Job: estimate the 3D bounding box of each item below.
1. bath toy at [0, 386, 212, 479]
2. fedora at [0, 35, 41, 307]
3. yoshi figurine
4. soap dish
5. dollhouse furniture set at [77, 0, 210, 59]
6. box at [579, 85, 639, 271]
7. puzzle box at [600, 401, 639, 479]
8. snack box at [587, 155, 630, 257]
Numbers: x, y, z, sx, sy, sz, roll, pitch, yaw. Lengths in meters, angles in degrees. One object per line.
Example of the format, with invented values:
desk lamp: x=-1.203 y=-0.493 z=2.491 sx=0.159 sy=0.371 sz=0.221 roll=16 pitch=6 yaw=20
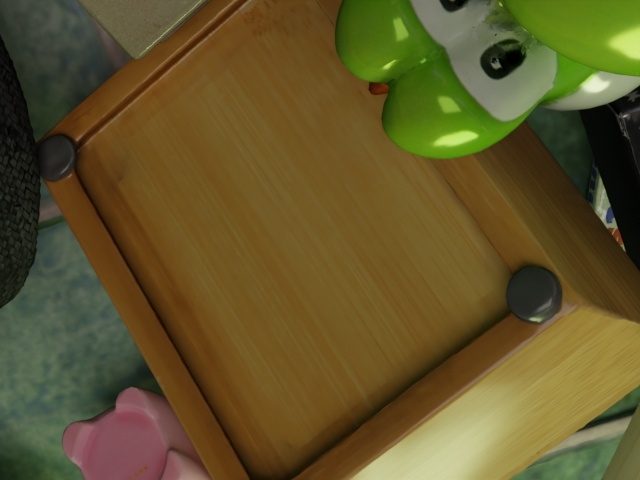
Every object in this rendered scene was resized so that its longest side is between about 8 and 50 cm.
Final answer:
bath toy: x=-0.067 y=0.146 z=0.809 sx=0.348 sy=0.129 sz=0.151 roll=-29 pitch=63 yaw=8
fedora: x=-0.245 y=-0.056 z=0.694 sx=0.152 sy=0.334 sz=0.334 roll=-20 pitch=113 yaw=-31
yoshi figurine: x=0.167 y=-0.155 z=0.570 sx=0.203 sy=0.362 sz=0.203 roll=36 pitch=147 yaw=23
soap dish: x=0.000 y=0.000 z=0.682 sx=0.229 sy=0.118 sz=0.291 roll=-38 pitch=68 yaw=12
dollhouse furniture set: x=-0.111 y=-0.219 z=0.588 sx=0.135 sy=0.262 sz=0.259 roll=-41 pitch=99 yaw=11
box: x=0.289 y=-0.050 z=0.729 sx=0.261 sy=0.103 sz=0.184 roll=-22 pitch=114 yaw=2
puzzle box: x=0.365 y=0.039 z=0.689 sx=0.409 sy=0.052 sz=0.272 roll=-4 pitch=135 yaw=-18
snack box: x=0.188 y=-0.028 z=0.792 sx=0.064 sy=0.022 sz=0.178 roll=3 pitch=110 yaw=-4
